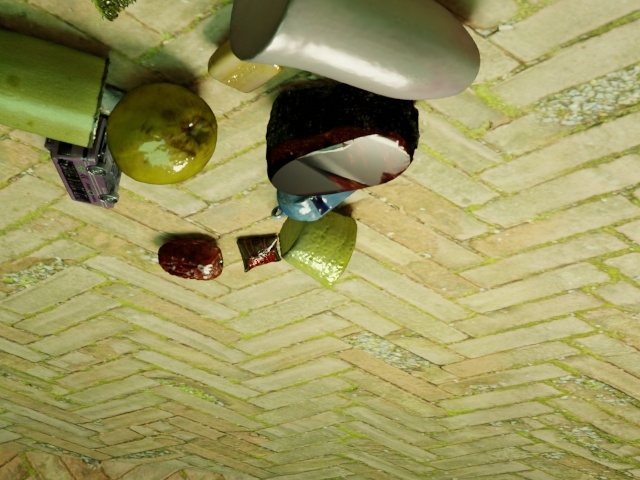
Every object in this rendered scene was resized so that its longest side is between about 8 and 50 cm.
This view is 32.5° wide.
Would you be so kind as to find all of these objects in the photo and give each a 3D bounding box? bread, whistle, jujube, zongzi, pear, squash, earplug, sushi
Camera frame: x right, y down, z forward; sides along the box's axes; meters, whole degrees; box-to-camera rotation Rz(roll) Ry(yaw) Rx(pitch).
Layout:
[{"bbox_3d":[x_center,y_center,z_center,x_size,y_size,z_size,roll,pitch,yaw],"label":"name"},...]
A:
[{"bbox_3d":[0.000,0.000,1.819,0.114,0.129,0.111,24,110,-20],"label":"bread"},{"bbox_3d":[-0.013,-0.083,1.724,0.158,0.090,0.090,-37,144,-1],"label":"whistle"},{"bbox_3d":[-0.237,0.032,1.993,0.129,0.077,0.077,7,154,26],"label":"jujube"},{"bbox_3d":[-0.100,0.012,1.954,0.083,0.067,0.073,-2,144,-21],"label":"zongzi"},{"bbox_3d":[-0.226,-0.151,1.566,0.162,0.149,0.149,-9,148,37],"label":"pear"},{"bbox_3d":[-0.096,-0.243,1.453,0.082,0.056,0.115,22,156,-23],"label":"bread"},{"bbox_3d":[-0.420,-0.218,1.506,0.247,0.132,0.132,13,152,-11],"label":"squash"},{"bbox_3d":[0.062,-0.247,1.312,0.301,0.172,0.172,17,151,-29],"label":"earplug"},{"bbox_3d":[0.026,-0.148,1.536,0.225,0.126,0.136,-13,144,25],"label":"sushi"}]

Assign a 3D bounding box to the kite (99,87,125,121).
[{"bbox_3d":[-0.408,-0.218,1.624,0.245,0.015,0.141,15,150,-21],"label":"kite"}]

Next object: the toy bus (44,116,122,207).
[{"bbox_3d":[-0.362,-0.122,1.707,0.098,0.087,0.178,8,157,3],"label":"toy bus"}]

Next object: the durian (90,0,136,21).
[{"bbox_3d":[-0.268,-0.331,1.343,0.100,0.086,0.215,33,160,29],"label":"durian"}]
